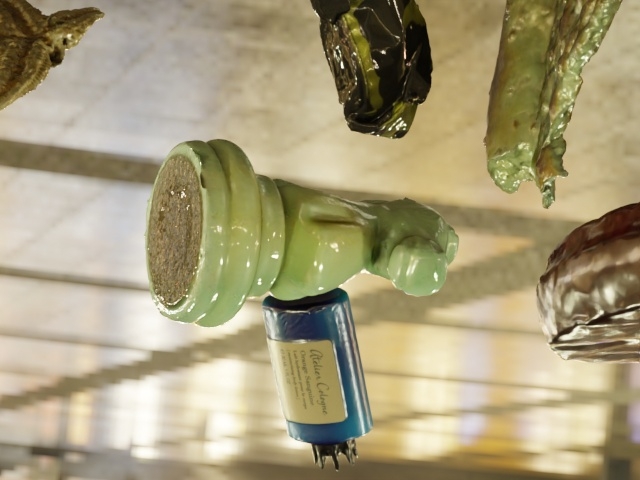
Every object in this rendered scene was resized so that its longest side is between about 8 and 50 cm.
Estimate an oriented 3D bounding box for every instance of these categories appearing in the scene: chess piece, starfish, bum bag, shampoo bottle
[{"bbox_3d":[0.000,0.000,1.776,0.298,0.176,0.176,3,173,-26],"label":"chess piece"},{"bbox_3d":[-0.291,-0.175,1.722,0.138,0.050,0.247,7,-151,19],"label":"starfish"},{"bbox_3d":[0.033,-0.184,1.421,0.060,0.232,0.106,5,-151,40],"label":"bum bag"},{"bbox_3d":[0.000,0.135,1.861,0.087,0.183,0.050,-5,-156,14],"label":"shampoo bottle"}]

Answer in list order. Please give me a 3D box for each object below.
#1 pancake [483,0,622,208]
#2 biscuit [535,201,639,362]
[{"bbox_3d":[0.208,-0.237,1.562,0.067,0.427,0.305,15,-152,-10],"label":"pancake"},{"bbox_3d":[0.344,0.008,1.283,0.407,0.091,0.407,-6,169,-1],"label":"biscuit"}]
